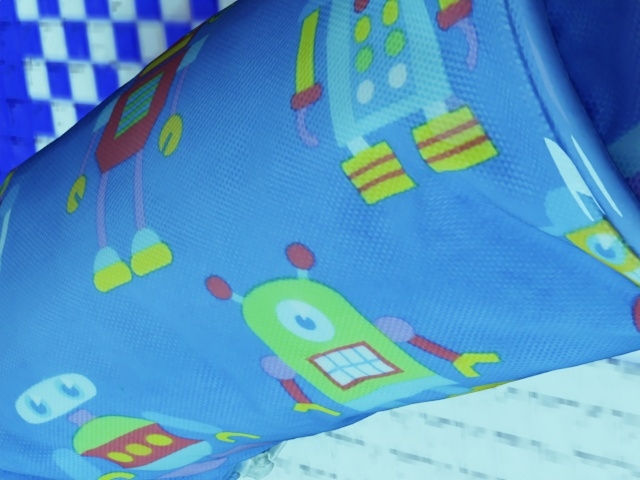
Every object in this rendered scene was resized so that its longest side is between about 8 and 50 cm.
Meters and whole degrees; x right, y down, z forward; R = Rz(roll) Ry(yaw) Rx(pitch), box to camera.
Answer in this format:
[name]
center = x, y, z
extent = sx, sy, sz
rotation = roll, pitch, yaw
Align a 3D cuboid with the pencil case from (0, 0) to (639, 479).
[pencil case]
center = 0.000, 0.000, 0.456
extent = 0.133, 0.119, 0.306
rotation = 43, 142, -17
